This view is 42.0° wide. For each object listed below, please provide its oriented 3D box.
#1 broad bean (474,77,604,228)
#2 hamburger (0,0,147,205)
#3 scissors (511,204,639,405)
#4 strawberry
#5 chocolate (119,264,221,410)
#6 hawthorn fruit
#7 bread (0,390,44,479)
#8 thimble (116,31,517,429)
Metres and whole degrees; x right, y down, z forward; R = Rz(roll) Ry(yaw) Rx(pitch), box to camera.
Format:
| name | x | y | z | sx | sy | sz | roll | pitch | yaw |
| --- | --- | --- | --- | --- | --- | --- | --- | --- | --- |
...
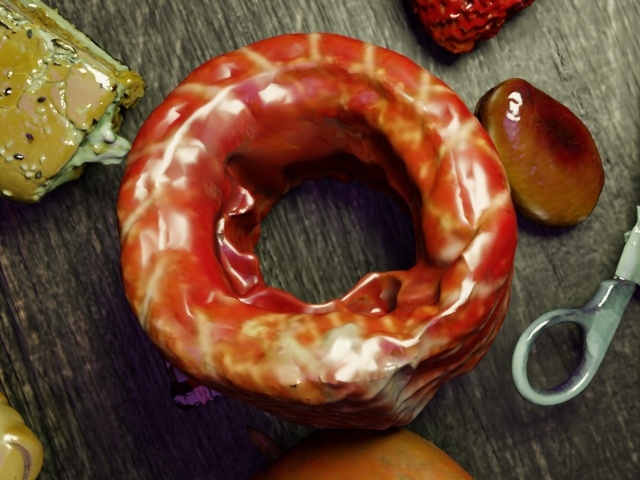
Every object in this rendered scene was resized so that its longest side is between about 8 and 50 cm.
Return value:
| name | x | y | z | sx | sy | sz | roll | pitch | yaw |
| --- | --- | --- | --- | --- | --- | --- | --- | --- | --- |
| broad bean | 0.225 | -0.088 | 0.859 | 0.165 | 0.084 | 0.114 | 41 | 94 | -7 |
| hamburger | -0.320 | -0.156 | 0.855 | 0.288 | 0.167 | 0.192 | 34 | 93 | 2 |
| scissors | 0.340 | 0.000 | 0.854 | 0.255 | 0.029 | 0.384 | 12 | 91 | -15 |
| strawberry | 0.151 | -0.286 | 0.816 | 0.186 | 0.184 | 0.202 | 17 | 115 | -4 |
| chocolate | -0.156 | 0.096 | 0.923 | 0.086 | 0.028 | 0.183 | -21 | 89 | 2 |
| hawthorn fruit | 0.028 | 0.290 | 0.810 | 0.277 | 0.277 | 0.298 | -45 | 77 | 5 |
| bread | -0.399 | 0.199 | 0.901 | 0.134 | 0.081 | 0.225 | -44 | 67 | -5 |
| thimble | 0.000 | 0.000 | 0.758 | 0.349 | 0.231 | 0.350 | -4 | 69 | 9 |
